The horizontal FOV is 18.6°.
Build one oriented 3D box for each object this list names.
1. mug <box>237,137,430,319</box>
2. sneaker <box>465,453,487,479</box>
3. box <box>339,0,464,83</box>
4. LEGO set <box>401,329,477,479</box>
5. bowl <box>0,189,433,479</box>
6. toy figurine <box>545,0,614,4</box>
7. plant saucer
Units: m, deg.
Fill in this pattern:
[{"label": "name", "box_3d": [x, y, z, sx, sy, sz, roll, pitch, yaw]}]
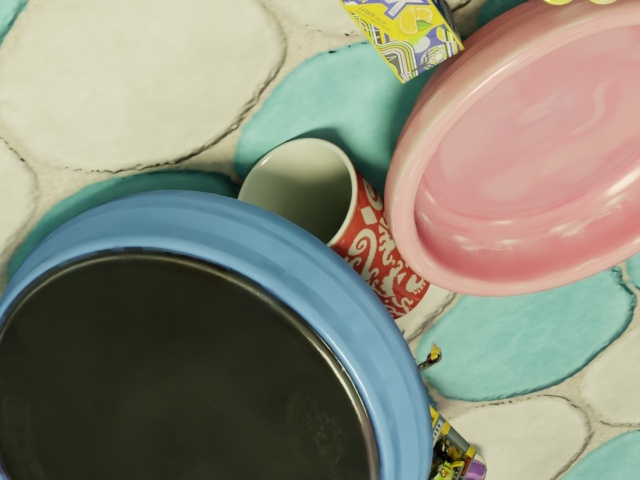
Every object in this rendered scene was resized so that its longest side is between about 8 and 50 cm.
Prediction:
[{"label": "mug", "box_3d": [0.006, -0.008, 1.649, 0.113, 0.150, 0.169, -61, 143, -5]}, {"label": "sneaker", "box_3d": [0.097, 0.271, 2.047, 0.170, 0.071, 0.068, -18, 144, -2]}, {"label": "box", "box_3d": [0.044, -0.191, 1.447, 0.059, 0.054, 0.169, -28, 142, 12]}, {"label": "LEGO set", "box_3d": [-0.011, 0.240, 1.818, 0.192, 0.331, 0.255, 46, 139, -14]}, {"label": "bowl", "box_3d": [-0.105, 0.151, 1.601, 0.391, 0.077, 0.391, 9, 118, 18]}, {"label": "toy figurine", "box_3d": [0.138, -0.295, 1.271, 0.363, 0.191, 0.217, 0, 128, -14]}, {"label": "plant saucer", "box_3d": [0.199, -0.090, 1.600, 0.332, 0.084, 0.332, -17, 142, -13]}]
